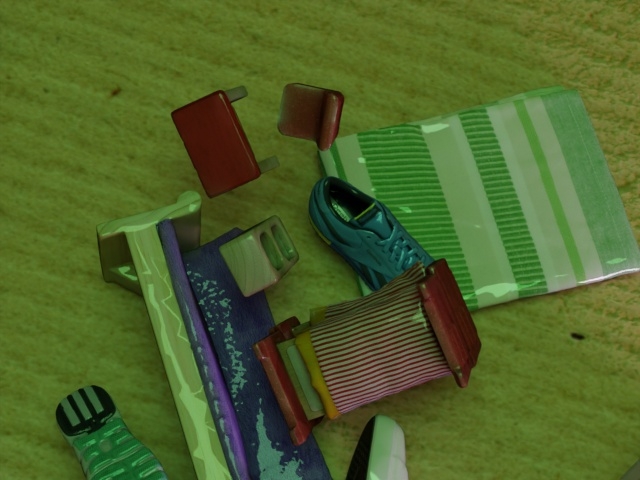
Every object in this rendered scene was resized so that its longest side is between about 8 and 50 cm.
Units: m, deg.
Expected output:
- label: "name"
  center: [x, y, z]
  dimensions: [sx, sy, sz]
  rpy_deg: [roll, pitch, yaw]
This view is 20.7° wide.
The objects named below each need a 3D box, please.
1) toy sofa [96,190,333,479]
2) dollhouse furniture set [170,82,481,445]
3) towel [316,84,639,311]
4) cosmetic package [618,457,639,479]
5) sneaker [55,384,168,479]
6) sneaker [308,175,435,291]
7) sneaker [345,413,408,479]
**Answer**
- label: "toy sofa"
  center: [-0.108, 0.137, 1.866]
  dimensions: [0.177, 0.150, 0.362]
  rpy_deg: [-16, 71, -9]
- label: "dollhouse furniture set"
  center: [0.000, 0.000, 1.831]
  dimensions: [0.201, 0.152, 0.374]
  rpy_deg: [-23, 95, 15]
- label: "towel"
  center: [0.180, -0.040, 2.018]
  dimensions: [0.325, 0.038, 0.248]
  rpy_deg: [-13, 71, -10]
- label: "cosmetic package"
  center: [0.423, 0.309, 1.799]
  dimensions: [0.138, 0.224, 0.224]
  rpy_deg: [-18, 72, -10]
- label: "sneaker"
  center: [-0.199, 0.250, 1.804]
  dimensions: [0.083, 0.098, 0.223]
  rpy_deg: [-25, 47, -6]
- label: "sneaker"
  center: [0.070, 0.008, 1.927]
  dimensions: [0.209, 0.082, 0.069]
  rpy_deg: [41, 70, 8]
- label: "sneaker"
  center: [0.083, 0.331, 1.841]
  dimensions: [0.123, 0.106, 0.290]
  rpy_deg: [8, 76, -11]
